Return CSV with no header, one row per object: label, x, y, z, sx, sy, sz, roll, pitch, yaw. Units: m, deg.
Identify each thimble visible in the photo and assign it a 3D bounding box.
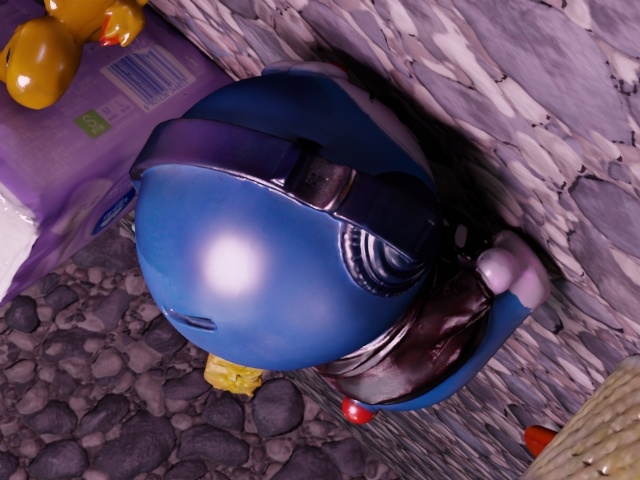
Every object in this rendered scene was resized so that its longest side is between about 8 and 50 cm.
thimble,0.290,0.226,1.533,0.271,0.150,0.271,41,170,8

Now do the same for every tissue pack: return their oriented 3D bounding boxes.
tissue pack,-0.271,-0.106,1.735,0.242,0.338,0.160,40,129,7

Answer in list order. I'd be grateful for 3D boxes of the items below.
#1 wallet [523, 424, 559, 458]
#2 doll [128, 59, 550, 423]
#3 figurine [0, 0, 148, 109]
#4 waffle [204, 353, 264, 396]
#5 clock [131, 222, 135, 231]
wallet,0.294,0.247,1.949,0.142,0.045,0.204,41,172,-14
doll,0.000,0.000,1.469,0.284,0.240,0.310,10,156,46
figurine,-0.196,-0.183,1.616,0.122,0.176,0.121,17,158,43
waffle,-0.040,0.010,1.749,0.057,0.229,0.219,19,162,-4
clock,-0.094,-0.072,1.741,0.066,0.159,0.211,42,160,5
